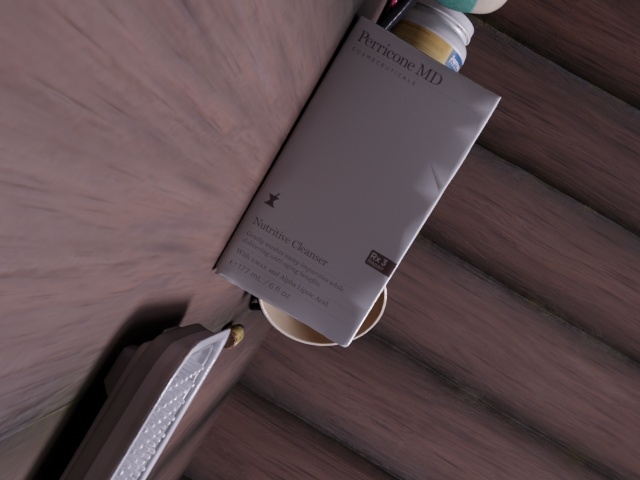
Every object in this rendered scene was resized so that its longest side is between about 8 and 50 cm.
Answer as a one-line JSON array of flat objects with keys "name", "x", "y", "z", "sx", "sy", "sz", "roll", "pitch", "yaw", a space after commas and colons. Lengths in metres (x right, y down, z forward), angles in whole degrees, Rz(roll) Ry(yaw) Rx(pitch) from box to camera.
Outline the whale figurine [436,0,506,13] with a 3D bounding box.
[{"name": "whale figurine", "x": 0.194, "y": -0.431, "z": 0.887, "sx": 0.216, "sy": 0.141, "sz": 0.271, "roll": 98, "pitch": -2, "yaw": -65}]

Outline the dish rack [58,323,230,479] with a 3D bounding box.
[{"name": "dish rack", "x": -0.227, "y": 0.234, "z": 0.760, "sx": 0.332, "sy": 0.072, "sz": 0.285, "roll": -59, "pitch": 176, "yaw": -3}]

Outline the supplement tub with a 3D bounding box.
[{"name": "supplement tub", "x": 0.150, "y": -0.288, "z": 1.116, "sx": 0.199, "sy": 0.144, "sz": 0.144, "roll": -59, "pitch": 177, "yaw": 1}]

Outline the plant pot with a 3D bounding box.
[{"name": "plant pot", "x": 0.008, "y": 0.042, "z": 1.454, "sx": 0.274, "sy": 0.257, "sz": 0.256, "roll": -86, "pitch": -158, "yaw": -59}]

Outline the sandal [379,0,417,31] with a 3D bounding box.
[{"name": "sandal", "x": 0.126, "y": -0.371, "z": 1.014, "sx": 0.179, "sy": 0.040, "sz": 0.067, "roll": -44, "pitch": 179, "yaw": 29}]

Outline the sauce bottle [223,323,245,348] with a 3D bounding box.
[{"name": "sauce bottle", "x": -0.184, "y": 0.198, "z": 1.419, "sx": 0.042, "sy": 0.042, "sz": 0.128, "roll": -59, "pitch": 179, "yaw": 5}]

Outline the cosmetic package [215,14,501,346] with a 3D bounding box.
[{"name": "cosmetic package", "x": 0.050, "y": -0.077, "z": 0.928, "sx": 0.384, "sy": 0.217, "sz": 0.156, "roll": -61, "pitch": 177, "yaw": 10}]

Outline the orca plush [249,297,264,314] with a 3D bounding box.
[{"name": "orca plush", "x": -0.120, "y": 0.137, "z": 1.616, "sx": 0.287, "sy": 0.102, "sz": 0.151, "roll": -3, "pitch": 88, "yaw": -83}]
